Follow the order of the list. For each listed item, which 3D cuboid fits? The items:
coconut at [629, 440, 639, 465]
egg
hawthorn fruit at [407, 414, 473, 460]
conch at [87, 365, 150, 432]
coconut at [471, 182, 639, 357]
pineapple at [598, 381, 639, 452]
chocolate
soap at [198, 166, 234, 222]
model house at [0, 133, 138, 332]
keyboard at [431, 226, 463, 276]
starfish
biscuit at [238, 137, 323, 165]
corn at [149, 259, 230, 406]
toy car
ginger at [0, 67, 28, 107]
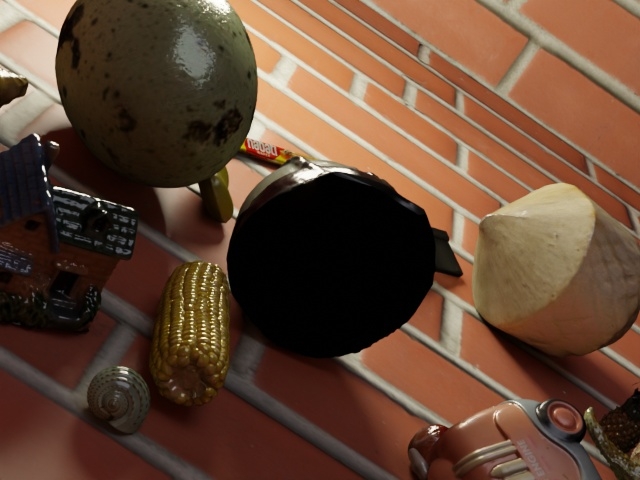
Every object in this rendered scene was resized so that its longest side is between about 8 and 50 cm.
[{"bbox_3d":[0.594,0.347,1.922,0.194,0.194,0.194,30,24,-14],"label":"coconut"},{"bbox_3d":[-0.230,-0.232,1.761,0.287,0.288,0.379,14,36,-42],"label":"egg"},{"bbox_3d":[0.159,0.261,1.592,0.067,0.103,0.067,43,6,-6],"label":"hawthorn fruit"},{"bbox_3d":[-0.211,0.166,1.323,0.076,0.056,0.085,46,22,-10],"label":"conch"},{"bbox_3d":[0.396,0.042,2.128,0.328,0.329,0.329,30,24,-14],"label":"coconut"},{"bbox_3d":[0.511,0.272,1.988,0.074,0.159,0.074,27,24,-13],"label":"pineapple"},{"bbox_3d":[0.000,0.000,1.667,0.283,0.284,0.186,26,23,-22],"label":"chocolate"},{"bbox_3d":[-0.160,-0.085,1.849,0.045,0.089,0.140,-14,34,-1],"label":"soap"},{"bbox_3d":[-0.307,-0.013,1.379,0.182,0.172,0.166,20,26,-34],"label":"model house"},{"bbox_3d":[0.160,0.003,2.107,0.309,0.018,0.101,13,52,-58],"label":"keyboard"},{"bbox_3d":[0.431,0.391,1.486,0.078,0.347,0.358,-20,43,-15],"label":"starfish"},{"bbox_3d":[-0.070,-0.145,2.150,0.292,0.026,0.048,13,51,-42],"label":"biscuit"},{"bbox_3d":[-0.153,0.107,1.465,0.093,0.093,0.244,29,19,-15],"label":"corn"},{"bbox_3d":[0.231,0.327,1.470,0.212,0.181,0.271,-7,51,-32],"label":"toy car"},{"bbox_3d":[-0.469,-0.205,1.631,0.115,0.081,0.205,44,21,-10],"label":"ginger"}]
